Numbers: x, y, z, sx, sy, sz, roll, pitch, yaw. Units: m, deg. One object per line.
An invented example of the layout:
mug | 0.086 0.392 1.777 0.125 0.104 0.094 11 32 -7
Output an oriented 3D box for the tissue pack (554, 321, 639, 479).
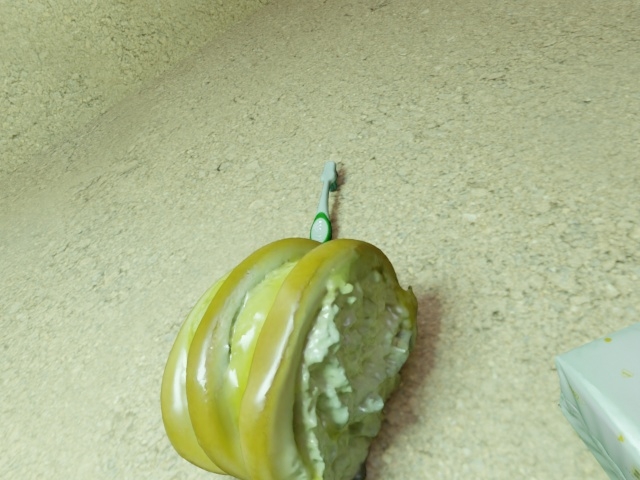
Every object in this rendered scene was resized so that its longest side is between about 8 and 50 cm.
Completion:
tissue pack | 0.349 0.177 0.397 0.185 0.124 0.225 -24 40 3

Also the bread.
bread | -0.046 0.125 0.568 0.270 0.211 0.315 11 55 34

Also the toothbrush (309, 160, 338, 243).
toothbrush | -0.001 -0.003 0.827 0.042 0.040 0.418 -6 44 15
